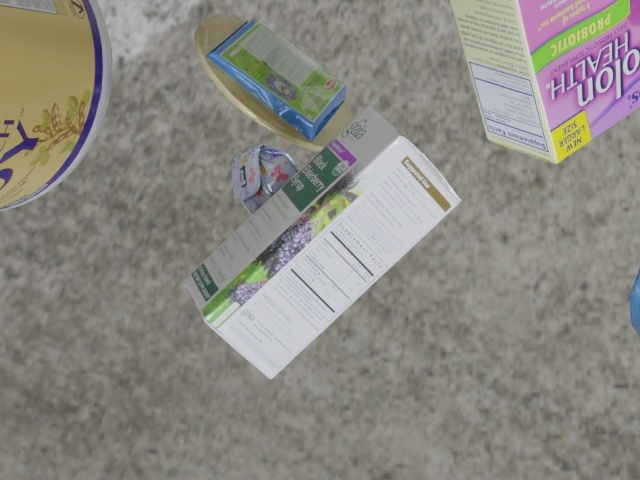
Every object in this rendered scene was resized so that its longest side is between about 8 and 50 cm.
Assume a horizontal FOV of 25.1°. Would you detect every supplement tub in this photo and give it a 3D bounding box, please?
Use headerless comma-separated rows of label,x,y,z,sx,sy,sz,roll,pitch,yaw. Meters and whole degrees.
supplement tub,-0.326,-0.133,1.060,0.241,0.331,0.241,2,95,19

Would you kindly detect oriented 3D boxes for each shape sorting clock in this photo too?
shape sorting clock,-0.049,-0.168,1.549,0.206,0.206,0.040,29,118,-13

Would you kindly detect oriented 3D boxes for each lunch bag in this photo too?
lunch bag,-0.050,-0.050,1.381,0.083,0.053,0.071,55,153,-8

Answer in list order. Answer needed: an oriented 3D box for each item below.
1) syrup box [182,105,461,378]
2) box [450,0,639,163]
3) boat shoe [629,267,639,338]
syrup box,0.000,0.000,1.284,0.237,0.093,0.096,-44,118,3
box,0.267,-0.246,1.551,0.213,0.117,0.243,-33,124,-22
boat shoe,0.203,0.042,0.503,0.258,0.089,0.109,20,108,-46
